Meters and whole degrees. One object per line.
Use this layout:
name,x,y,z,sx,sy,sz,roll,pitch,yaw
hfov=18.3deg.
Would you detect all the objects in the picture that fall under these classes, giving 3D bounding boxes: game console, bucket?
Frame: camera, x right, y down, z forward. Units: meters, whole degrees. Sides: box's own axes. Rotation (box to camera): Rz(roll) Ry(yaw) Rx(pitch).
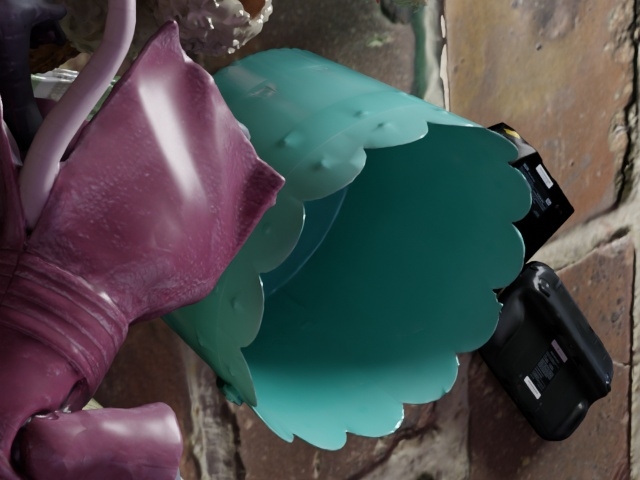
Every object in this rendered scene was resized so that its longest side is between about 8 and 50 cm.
game console,0.163,0.071,1.782,0.213,0.044,0.361,-46,134,-8
bucket,0.000,0.000,1.487,0.281,0.183,0.281,-26,133,-31

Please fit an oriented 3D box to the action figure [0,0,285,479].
action figure,-0.147,0.042,1.102,0.275,0.248,0.370,85,20,-58

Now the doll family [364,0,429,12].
doll family,0.113,-0.243,1.471,0.263,0.163,0.118,-10,120,-36

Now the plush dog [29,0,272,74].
plush dog,-0.164,-0.225,1.243,0.210,0.262,0.225,-26,127,20

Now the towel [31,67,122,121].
towel,-0.180,-0.068,1.426,0.152,0.023,0.113,6,109,-42

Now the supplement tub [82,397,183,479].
supplement tub,-0.221,0.199,1.329,0.235,0.325,0.235,-20,125,-31
